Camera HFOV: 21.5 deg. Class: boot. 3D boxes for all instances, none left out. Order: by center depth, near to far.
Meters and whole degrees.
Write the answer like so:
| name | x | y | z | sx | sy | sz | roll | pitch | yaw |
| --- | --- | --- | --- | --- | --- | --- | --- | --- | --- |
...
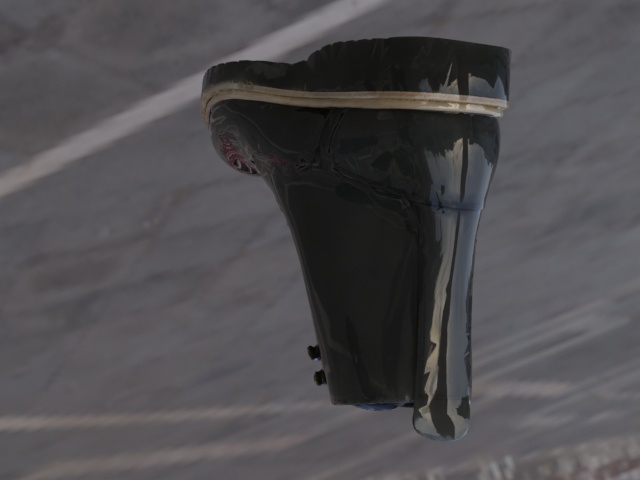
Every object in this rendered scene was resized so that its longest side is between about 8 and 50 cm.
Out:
| name | x | y | z | sx | sy | sz | roll | pitch | yaw |
| --- | --- | --- | --- | --- | --- | --- | --- | --- | --- |
| boot | 0.000 | 0.000 | 0.649 | 0.077 | 0.137 | 0.198 | 4 | 178 | -21 |
